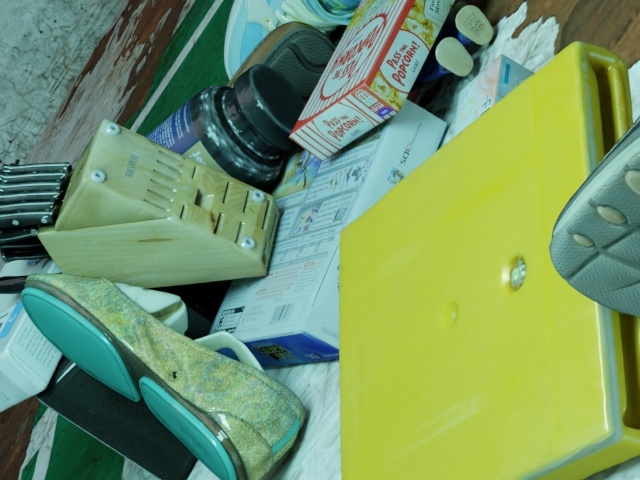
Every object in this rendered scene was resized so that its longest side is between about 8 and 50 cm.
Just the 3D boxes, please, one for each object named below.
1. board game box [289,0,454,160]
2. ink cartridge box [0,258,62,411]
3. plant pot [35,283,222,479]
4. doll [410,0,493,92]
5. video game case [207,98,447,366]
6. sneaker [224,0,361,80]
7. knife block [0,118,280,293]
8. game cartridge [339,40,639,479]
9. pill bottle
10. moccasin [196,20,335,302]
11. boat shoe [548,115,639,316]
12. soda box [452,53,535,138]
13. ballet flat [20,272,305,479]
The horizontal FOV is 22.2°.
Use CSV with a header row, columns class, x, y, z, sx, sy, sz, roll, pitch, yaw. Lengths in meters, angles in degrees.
class,x,y,z,sx,sy,sz,roll,pitch,yaw
board game box,0.058,-0.181,1.554,0.147,0.045,0.193,-30,29,56
ink cartridge box,-0.348,0.086,1.807,0.261,0.066,0.296,-29,26,36
plant pot,-0.186,0.122,1.763,0.167,0.187,0.188,-51,20,6
doll,0.106,-0.185,1.595,0.129,0.046,0.189,-57,16,-13
video game case,0.000,0.000,1.597,0.269,0.061,0.244,-15,50,66
sneaker,-0.013,-0.274,1.916,0.319,0.127,0.208,-55,18,23
knife block,-0.211,0.001,1.653,0.242,0.275,0.088,-51,21,46
game cartridge,0.111,0.058,1.152,0.323,0.052,0.285,-40,43,52
pill bottle,-0.118,-0.085,1.716,0.219,0.123,0.123,-37,29,26
moccasin,-0.097,-0.078,1.877,0.380,0.139,0.147,-68,26,15
boat shoe,0.276,-0.082,0.911,0.355,0.132,0.130,-38,19,34
soda box,0.141,-0.060,1.311,0.063,0.058,0.183,-42,26,46
ballet flat,-0.148,0.111,1.570,0.348,0.123,0.123,32,96,37
